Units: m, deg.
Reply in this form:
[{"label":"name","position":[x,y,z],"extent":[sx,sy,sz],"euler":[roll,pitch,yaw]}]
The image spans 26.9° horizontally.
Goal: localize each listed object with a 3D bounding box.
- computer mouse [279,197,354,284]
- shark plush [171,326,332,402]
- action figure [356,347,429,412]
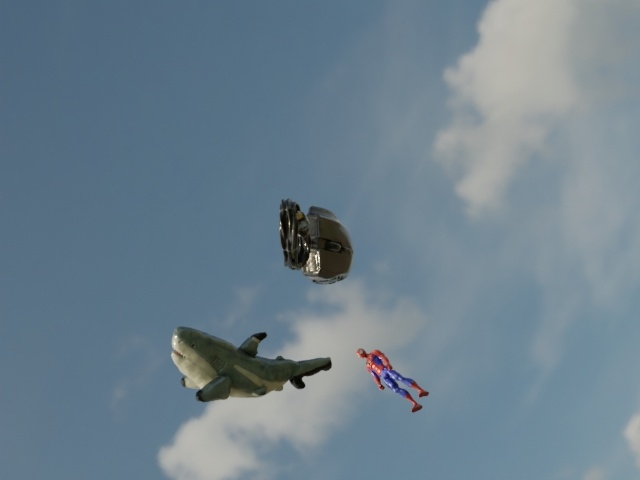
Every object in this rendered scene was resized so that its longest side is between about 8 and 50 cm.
[{"label":"computer mouse","position":[0.000,0.000,1.190],"extent":[0.242,0.041,0.071],"euler":[31,-118,-80]},{"label":"shark plush","position":[-0.066,0.120,1.306],"extent":[0.073,0.161,0.067],"euler":[-139,54,-81]},{"label":"action figure","position":[0.087,0.172,1.708],"extent":[0.030,0.115,0.038],"euler":[-9,-53,-43]}]
